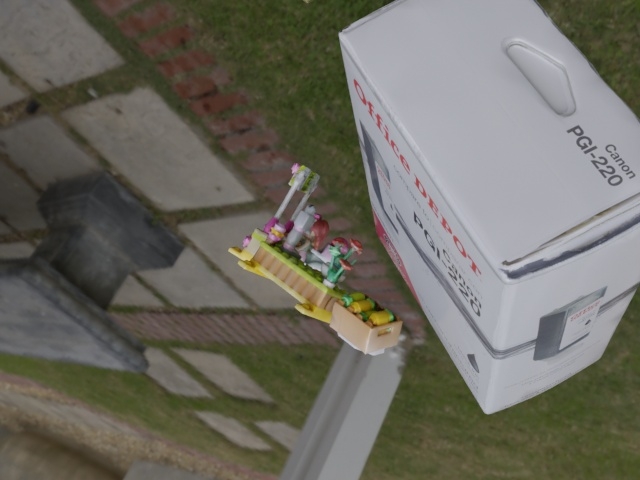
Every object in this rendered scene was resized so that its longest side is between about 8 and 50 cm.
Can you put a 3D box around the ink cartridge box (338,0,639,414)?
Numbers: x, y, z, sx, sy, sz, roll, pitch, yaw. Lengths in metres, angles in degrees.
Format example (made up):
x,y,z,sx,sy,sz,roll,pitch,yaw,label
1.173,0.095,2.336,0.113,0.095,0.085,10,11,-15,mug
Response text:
x,y,z,sx,sy,sz,roll,pitch,yaw,label
0.094,-0.014,0.436,0.158,0.092,0.218,61,173,28,ink cartridge box

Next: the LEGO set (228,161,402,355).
x,y,z,sx,sy,sz,roll,pitch,yaw,label
0.000,0.000,0.729,0.132,0.107,0.287,30,-177,-15,LEGO set

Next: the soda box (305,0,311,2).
x,y,z,sx,sy,sz,roll,pitch,yaw,label
-0.003,-0.356,1.007,0.061,0.181,0.058,36,117,-2,soda box
